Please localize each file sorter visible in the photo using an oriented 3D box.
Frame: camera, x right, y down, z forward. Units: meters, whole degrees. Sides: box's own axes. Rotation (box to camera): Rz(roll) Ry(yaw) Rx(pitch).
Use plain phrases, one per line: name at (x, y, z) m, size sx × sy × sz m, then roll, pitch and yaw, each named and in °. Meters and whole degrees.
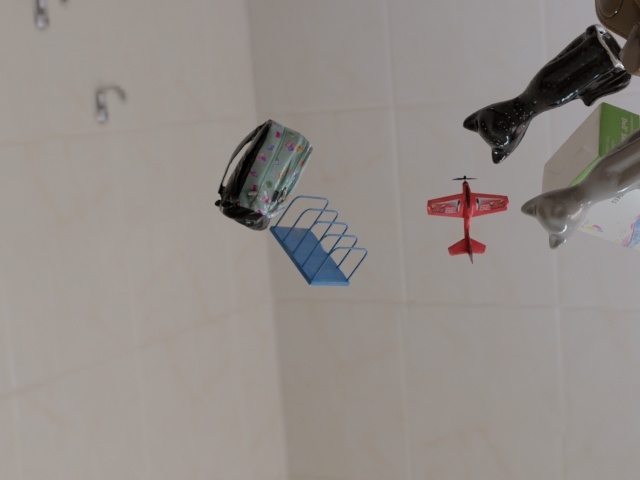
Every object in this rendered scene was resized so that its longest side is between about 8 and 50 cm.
file sorter at (0.000, 0.000, 2.442) m, size 0.118 × 0.104 × 0.170 m, roll 3°, pitch -139°, yaw -46°

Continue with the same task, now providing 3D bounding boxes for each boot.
boot at (0.358, -0.218, 1.155) m, size 0.152 × 0.197 × 0.073 m, roll 7°, pitch 145°, yaw -15°

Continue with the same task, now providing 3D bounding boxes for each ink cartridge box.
ink cartridge box at (0.574, -0.078, 1.969) m, size 0.353 × 0.119 × 0.207 m, roll 18°, pitch 147°, yaw -11°

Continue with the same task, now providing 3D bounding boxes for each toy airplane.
toy airplane at (0.250, -0.035, 1.984) m, size 0.151 × 0.151 × 0.028 m, roll -6°, pitch 180°, yaw -15°

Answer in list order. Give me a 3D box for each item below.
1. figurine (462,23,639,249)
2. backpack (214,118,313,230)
figurine at (0.307, -0.117, 1.428) m, size 0.209 × 0.215 × 0.092 m, roll -34°, pitch 175°, yaw 27°
backpack at (-0.093, -0.110, 1.971) m, size 0.115 × 0.182 × 0.152 m, roll 28°, pitch 180°, yaw -16°
